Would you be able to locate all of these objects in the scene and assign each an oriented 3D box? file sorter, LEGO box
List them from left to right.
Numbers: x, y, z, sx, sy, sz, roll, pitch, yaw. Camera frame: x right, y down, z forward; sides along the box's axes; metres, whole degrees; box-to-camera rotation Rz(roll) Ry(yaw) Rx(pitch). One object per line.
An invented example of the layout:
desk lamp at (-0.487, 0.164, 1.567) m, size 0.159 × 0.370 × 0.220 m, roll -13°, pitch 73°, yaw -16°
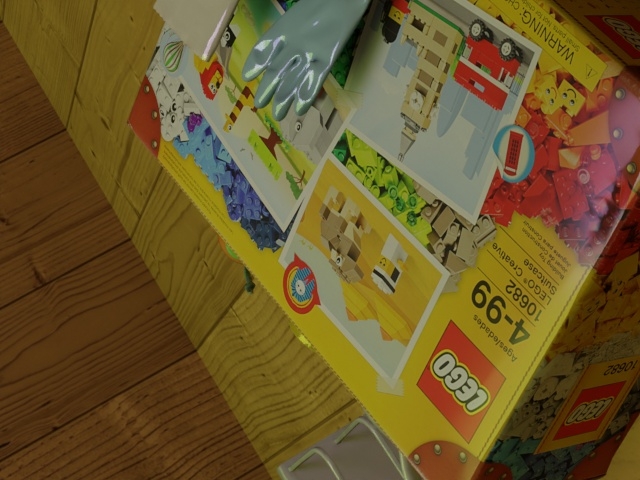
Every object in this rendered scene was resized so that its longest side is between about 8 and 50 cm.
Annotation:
file sorter at (0.130, 0.254, 1.945) m, size 0.193 × 0.277 × 0.173 m, roll 58°, pitch 161°, yaw 8°
LEGO box at (0.096, -0.098, 1.395) m, size 0.500 × 0.193 × 0.372 m, roll 48°, pitch 128°, yaw 34°

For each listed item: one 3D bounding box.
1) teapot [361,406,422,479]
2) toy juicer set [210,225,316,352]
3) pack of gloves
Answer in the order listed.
teapot at (0.172, 0.141, 1.744) m, size 0.187 × 0.252 × 0.256 m, roll 43°, pitch 170°, yaw 15°
toy juicer set at (0.000, 0.000, 1.666) m, size 0.209 × 0.329 × 0.089 m, roll 36°, pitch 115°, yaw 9°
pack of gloves at (-0.013, -0.220, 1.339) m, size 0.195 × 0.046 × 0.232 m, roll 48°, pitch 117°, yaw 35°
